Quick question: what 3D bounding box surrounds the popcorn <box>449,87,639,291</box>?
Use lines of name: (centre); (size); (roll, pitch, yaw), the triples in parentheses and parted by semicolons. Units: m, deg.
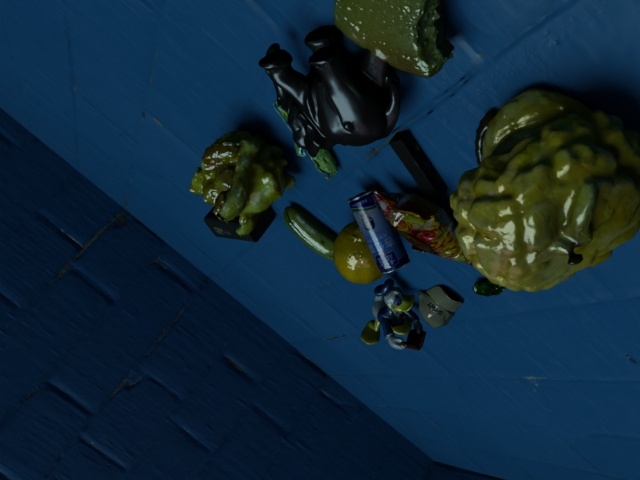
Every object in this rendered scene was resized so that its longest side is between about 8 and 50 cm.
popcorn: (0.391, -0.096, 0.933); (0.349, 0.349, 0.382); (73, 175, -52)

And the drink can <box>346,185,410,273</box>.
drink can: (0.167, -0.030, 1.456); (0.097, 0.097, 0.235); (-15, 102, 59)

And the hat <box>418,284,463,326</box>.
hat: (0.391, 0.223, 1.708); (0.147, 0.085, 0.175); (35, 156, 6)

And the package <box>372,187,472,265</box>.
package: (0.281, -0.037, 1.361); (0.288, 0.108, 0.223); (38, 175, -42)

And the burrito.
burrito: (-0.048, -0.288, 1.422); (0.104, 0.054, 0.288); (4, 140, 49)

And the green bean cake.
green bean cake: (0.149, -0.423, 0.859); (0.233, 0.124, 0.236); (33, 155, 10)

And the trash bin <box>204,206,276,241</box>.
trash bin: (-0.306, -0.087, 1.976); (0.225, 0.165, 0.115); (12, 145, 37)

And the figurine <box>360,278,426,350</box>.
figurine: (0.254, 0.278, 1.839); (0.283, 0.204, 0.338); (-124, 15, -47)

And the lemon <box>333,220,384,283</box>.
lemon: (0.131, 0.037, 1.598); (0.188, 0.188, 0.257); (26, 146, 21)

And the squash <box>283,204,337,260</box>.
squash: (0.000, 0.000, 1.818); (0.341, 0.094, 0.094); (37, 155, -4)

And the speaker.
speaker: (0.241, -0.183, 1.254); (0.191, 0.040, 0.046); (49, 153, -25)

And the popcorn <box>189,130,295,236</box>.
popcorn: (-0.240, -0.178, 1.597); (0.321, 0.290, 0.326); (24, 133, 61)

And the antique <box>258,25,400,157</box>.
antique: (0.027, -0.318, 1.128); (0.322, 0.185, 0.255); (13, 145, 33)

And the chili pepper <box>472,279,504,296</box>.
chili pepper: (0.490, 0.116, 1.442); (0.073, 0.050, 0.182); (37, 154, 14)
